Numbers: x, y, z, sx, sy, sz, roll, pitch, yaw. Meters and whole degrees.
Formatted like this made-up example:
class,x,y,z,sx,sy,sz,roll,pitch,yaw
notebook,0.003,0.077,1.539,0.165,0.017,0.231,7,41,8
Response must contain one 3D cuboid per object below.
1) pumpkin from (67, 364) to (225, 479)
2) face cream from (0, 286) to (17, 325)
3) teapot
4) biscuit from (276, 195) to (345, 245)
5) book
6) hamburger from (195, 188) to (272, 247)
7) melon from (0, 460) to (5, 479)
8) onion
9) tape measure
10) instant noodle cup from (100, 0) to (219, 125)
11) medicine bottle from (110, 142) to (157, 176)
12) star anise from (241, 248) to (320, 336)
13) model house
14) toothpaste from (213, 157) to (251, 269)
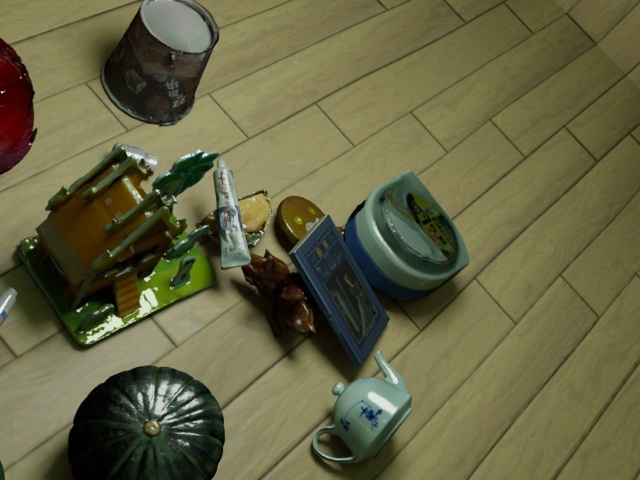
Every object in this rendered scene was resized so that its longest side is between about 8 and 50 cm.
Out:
class,x,y,z,sx,sy,sz,roll,pitch,yaw
pumpkin,-0.275,0.324,1.481,0.250,0.216,0.250,-2,67,4
face cream,-0.550,0.130,1.556,0.034,0.034,0.130,31,47,-10
teapot,0.079,0.324,1.748,0.159,0.159,0.232,41,75,-1
biscuit,0.000,0.000,1.973,0.236,0.039,0.180,46,35,0
book,0.042,0.098,1.870,0.269,0.025,0.191,60,30,-12
hamburger,-0.162,-0.025,1.883,0.176,0.087,0.102,-27,84,-38
melon,-0.563,0.323,1.308,0.288,0.182,0.182,40,46,1
onion,-0.625,-0.237,1.614,0.276,0.276,0.276,17,51,-22
tape measure,0.183,-0.005,2.017,0.259,0.138,0.262,52,36,10
instant noodle cup,-0.330,-0.391,1.952,0.217,0.207,0.217,17,49,-21
medicine bottle,-0.376,-0.162,1.862,0.089,0.052,0.052,16,51,-23
star anise,-0.078,0.091,1.826,0.196,0.111,0.212,54,15,-32
model house,-0.300,-0.028,1.642,0.358,0.313,0.242,-24,76,-42
toothpaste,-0.180,-0.055,1.810,0.060,0.038,0.233,-7,71,-8
